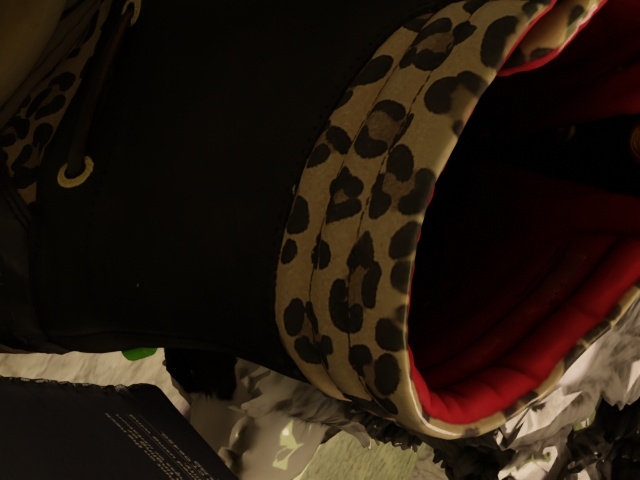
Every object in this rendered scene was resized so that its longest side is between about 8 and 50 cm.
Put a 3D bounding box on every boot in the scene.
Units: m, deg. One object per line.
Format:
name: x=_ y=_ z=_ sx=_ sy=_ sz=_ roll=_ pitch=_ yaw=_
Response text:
boot: x=0.027 y=-0.090 z=0.592 sx=0.377 sy=0.284 sz=0.138 roll=-51 pitch=127 yaw=-23

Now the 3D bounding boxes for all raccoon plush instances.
raccoon plush: x=0.110 y=-0.030 z=0.745 sx=0.446 sy=0.299 sz=0.216 roll=-40 pitch=131 yaw=-14

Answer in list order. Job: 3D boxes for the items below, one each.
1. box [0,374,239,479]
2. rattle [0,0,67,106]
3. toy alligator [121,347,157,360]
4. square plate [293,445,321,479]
box: x=-0.170 y=0.217 z=0.490 sx=0.343 sy=0.179 sz=0.312 roll=-43 pitch=166 yaw=4
rattle: x=-0.108 y=-0.051 z=0.499 sx=0.199 sy=0.143 sz=0.130 roll=-59 pitch=177 yaw=-32
toy alligator: x=-0.089 y=0.018 z=0.894 sx=0.189 sy=0.056 sz=0.051 roll=-54 pitch=126 yaw=-69
square plate: x=-0.020 y=0.115 z=1.321 sx=0.344 sy=0.049 sz=0.347 roll=-58 pitch=166 yaw=-20
